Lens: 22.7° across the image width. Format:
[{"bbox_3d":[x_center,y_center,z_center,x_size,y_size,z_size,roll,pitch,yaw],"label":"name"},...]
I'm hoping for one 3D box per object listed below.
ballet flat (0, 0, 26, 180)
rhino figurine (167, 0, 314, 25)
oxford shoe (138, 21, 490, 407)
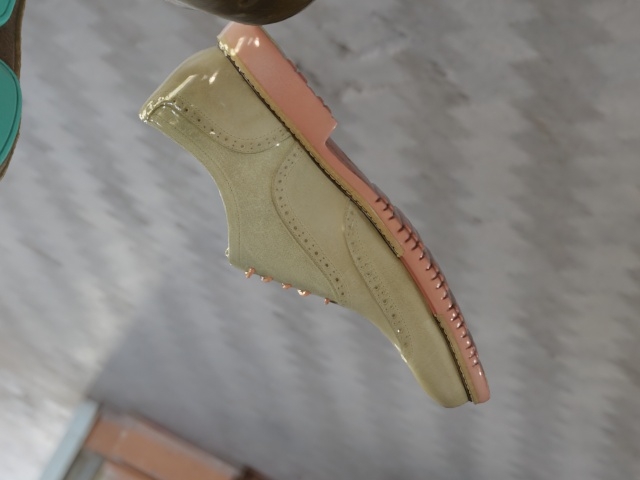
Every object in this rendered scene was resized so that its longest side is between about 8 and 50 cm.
[{"bbox_3d":[-0.268,-0.121,1.089,0.116,0.342,0.124,26,133,-31],"label":"ballet flat"},{"bbox_3d":[-0.087,-0.149,0.651,0.243,0.073,0.106,9,132,-31],"label":"rhino figurine"},{"bbox_3d":[0.000,0.000,1.391,0.397,0.146,0.140,54,-178,-3],"label":"oxford shoe"}]
